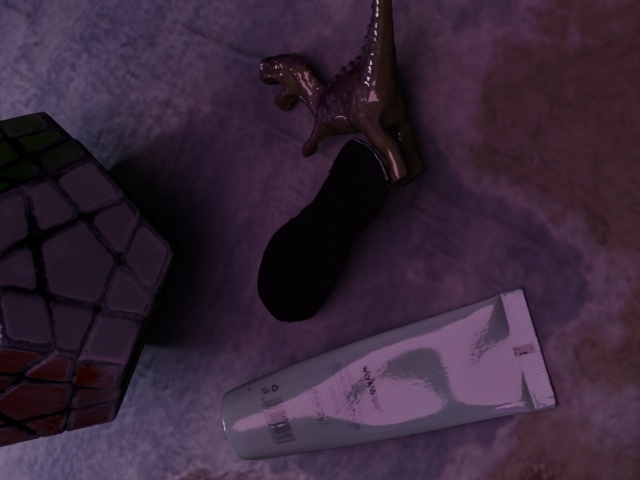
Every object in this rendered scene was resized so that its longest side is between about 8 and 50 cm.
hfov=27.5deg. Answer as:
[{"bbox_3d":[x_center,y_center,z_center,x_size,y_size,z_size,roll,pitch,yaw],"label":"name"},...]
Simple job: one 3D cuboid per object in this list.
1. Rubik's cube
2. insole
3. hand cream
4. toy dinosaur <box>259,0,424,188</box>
[{"bbox_3d":[-0.287,0.037,1.245,0.319,0.264,0.319,3,97,27],"label":"Rubik's cube"},{"bbox_3d":[0.000,0.000,1.183,0.086,0.005,0.253,56,141,17],"label":"insole"},{"bbox_3d":[0.050,0.138,1.207,0.320,0.067,0.109,-17,86,23],"label":"hand cream"},{"bbox_3d":[0.035,-0.142,1.135,0.200,0.072,0.251,61,154,8],"label":"toy dinosaur"}]
